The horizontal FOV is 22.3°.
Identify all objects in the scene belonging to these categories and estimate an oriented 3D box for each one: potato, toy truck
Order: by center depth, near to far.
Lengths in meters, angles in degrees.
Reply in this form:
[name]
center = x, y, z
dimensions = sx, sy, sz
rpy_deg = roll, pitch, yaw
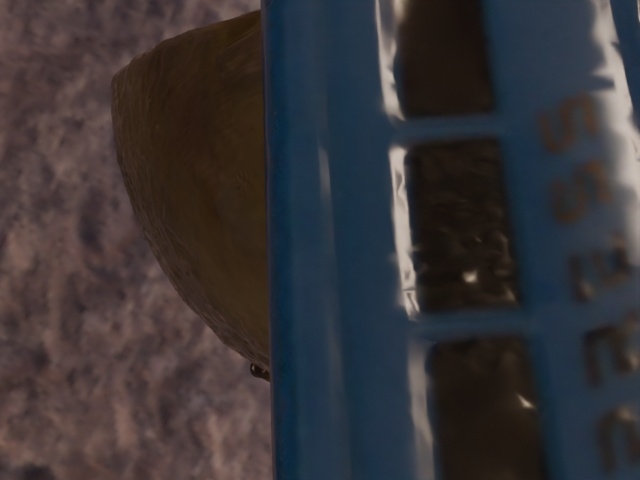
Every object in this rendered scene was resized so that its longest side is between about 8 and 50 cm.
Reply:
[toy truck]
center = 0.064, 0.059, 0.389
dimensions = 0.161, 0.162, 0.385
rpy_deg = 91, 177, -53
[potato]
center = -0.029, 0.003, 0.807
dimensions = 0.189, 0.264, 0.211
rpy_deg = 4, -94, -56
